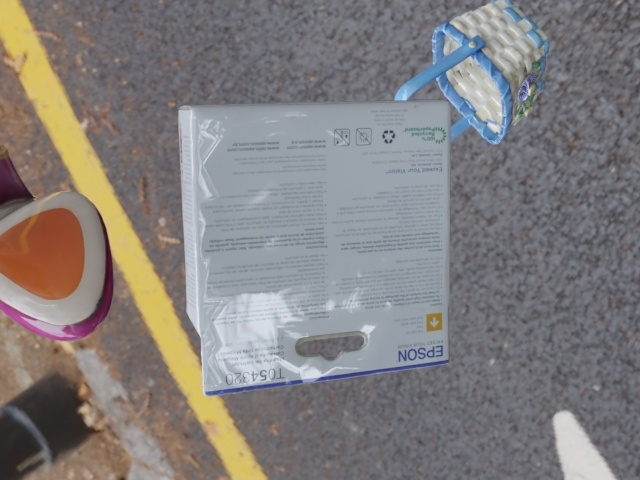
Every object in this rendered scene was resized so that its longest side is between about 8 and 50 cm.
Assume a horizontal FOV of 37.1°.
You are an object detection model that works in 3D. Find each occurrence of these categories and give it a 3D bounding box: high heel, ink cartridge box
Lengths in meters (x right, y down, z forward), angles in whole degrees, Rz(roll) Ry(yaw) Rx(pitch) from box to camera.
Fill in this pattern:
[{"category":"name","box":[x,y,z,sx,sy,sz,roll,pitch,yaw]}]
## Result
[{"category":"high heel","box":[-0.270,0.035,0.943,0.377,0.127,0.181,44,154,50]},{"category":"ink cartridge box","box":[0.000,0.000,1.137,0.071,0.324,0.330,-157,65,-67]}]

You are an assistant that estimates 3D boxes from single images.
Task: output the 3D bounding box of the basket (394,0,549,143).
[{"category":"basket","box":[0.260,-0.273,1.689,0.201,0.289,0.255,55,177,23]}]
